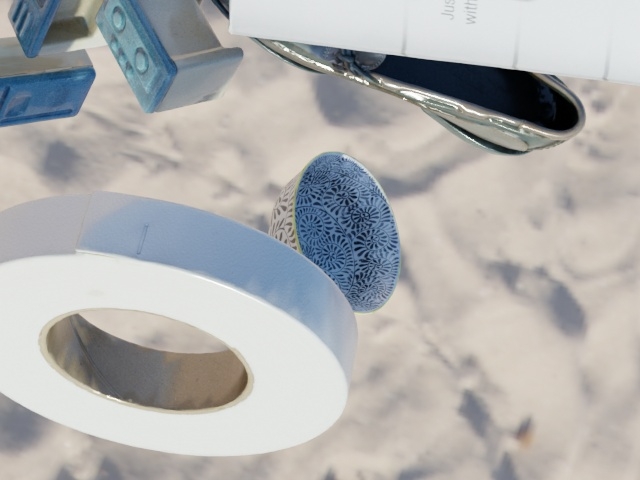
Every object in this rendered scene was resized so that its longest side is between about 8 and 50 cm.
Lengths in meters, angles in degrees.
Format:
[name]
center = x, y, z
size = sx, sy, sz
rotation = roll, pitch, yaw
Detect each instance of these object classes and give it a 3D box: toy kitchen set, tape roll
[toy kitchen set]
center = -0.167, -0.108, 1.223
size = 0.122, 0.166, 0.207
rotation = -11, 150, -35
[tape roll]
center = -0.158, 0.088, 1.739
size = 0.392, 0.392, 0.072
rotation = 42, 48, -39

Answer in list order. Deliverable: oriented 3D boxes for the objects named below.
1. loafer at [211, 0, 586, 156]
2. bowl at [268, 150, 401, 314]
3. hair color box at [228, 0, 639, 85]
[loafer]
center = 0.055, -0.133, 1.172
size = 0.268, 0.084, 0.096
rotation = 25, 87, -22
[bowl]
center = 0.000, 0.000, 1.869
size = 0.170, 0.080, 0.170
rotation = 21, 62, -46
[hair color box]
center = 0.144, -0.152, 0.695
size = 0.105, 0.347, 0.173
rotation = -65, 160, -58
